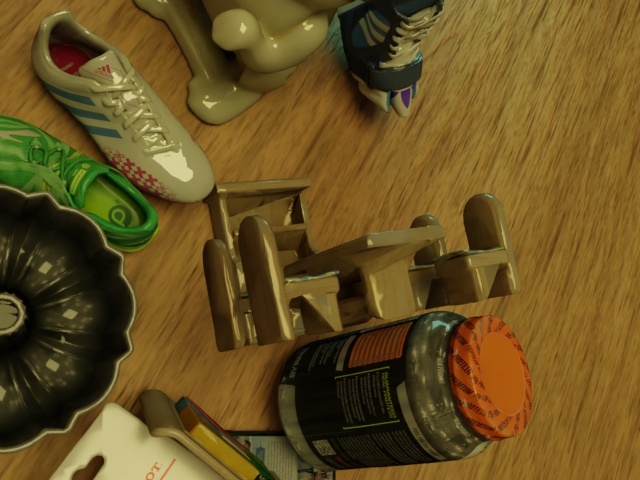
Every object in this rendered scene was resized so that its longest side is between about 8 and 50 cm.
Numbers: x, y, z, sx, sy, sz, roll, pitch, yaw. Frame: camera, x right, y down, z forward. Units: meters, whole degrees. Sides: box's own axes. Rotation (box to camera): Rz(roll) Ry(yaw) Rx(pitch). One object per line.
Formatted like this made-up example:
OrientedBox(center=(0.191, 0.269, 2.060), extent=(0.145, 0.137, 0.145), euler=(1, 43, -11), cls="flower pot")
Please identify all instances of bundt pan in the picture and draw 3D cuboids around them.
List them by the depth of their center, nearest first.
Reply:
OrientedBox(center=(-0.413, 0.101, 0.889), extent=(0.330, 0.124, 0.331), euler=(8, 74, -29), cls="bundt pan")

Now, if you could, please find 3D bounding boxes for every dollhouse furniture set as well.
OrientedBox(center=(0.000, 0.000, 0.990), extent=(0.362, 0.394, 0.257), euler=(-8, 82, -31), cls="dollhouse furniture set")

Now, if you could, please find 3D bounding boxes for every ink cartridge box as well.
OrientedBox(center=(-0.203, 0.395, 0.926), extent=(0.353, 0.119, 0.207), euler=(39, 66, -8), cls="ink cartridge box")

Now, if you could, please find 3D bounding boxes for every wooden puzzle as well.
OrientedBox(center=(-0.129, 0.282, 0.930), extent=(0.238, 0.221, 0.044), euler=(40, 79, -15), cls="wooden puzzle")

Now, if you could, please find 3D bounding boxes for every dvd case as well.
OrientedBox(center=(-0.088, 0.385, 1.071), extent=(0.253, 0.022, 0.180), euler=(9, 74, -28), cls="dvd case")

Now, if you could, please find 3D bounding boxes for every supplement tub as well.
OrientedBox(center=(0.118, 0.222, 1.020), extent=(0.207, 0.338, 0.207), euler=(22, 59, -42), cls="supplement tub")

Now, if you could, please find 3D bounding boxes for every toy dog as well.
OrientedBox(center=(-0.041, -0.390, 1.046), extent=(0.395, 0.408, 0.285), euler=(-19, 89, -31), cls="toy dog")

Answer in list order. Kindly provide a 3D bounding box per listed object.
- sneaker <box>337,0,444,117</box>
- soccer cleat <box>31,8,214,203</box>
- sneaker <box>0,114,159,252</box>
OrientedBox(center=(0.149, -0.333, 1.193), extent=(0.130, 0.323, 0.236), euler=(-26, 107, -21), cls="sneaker")
OrientedBox(center=(-0.282, -0.185, 0.992), extent=(0.331, 0.143, 0.116), euler=(42, 63, -4), cls="soccer cleat")
OrientedBox(center=(-0.349, -0.091, 0.968), extent=(0.295, 0.123, 0.109), euler=(30, 65, -19), cls="sneaker")
